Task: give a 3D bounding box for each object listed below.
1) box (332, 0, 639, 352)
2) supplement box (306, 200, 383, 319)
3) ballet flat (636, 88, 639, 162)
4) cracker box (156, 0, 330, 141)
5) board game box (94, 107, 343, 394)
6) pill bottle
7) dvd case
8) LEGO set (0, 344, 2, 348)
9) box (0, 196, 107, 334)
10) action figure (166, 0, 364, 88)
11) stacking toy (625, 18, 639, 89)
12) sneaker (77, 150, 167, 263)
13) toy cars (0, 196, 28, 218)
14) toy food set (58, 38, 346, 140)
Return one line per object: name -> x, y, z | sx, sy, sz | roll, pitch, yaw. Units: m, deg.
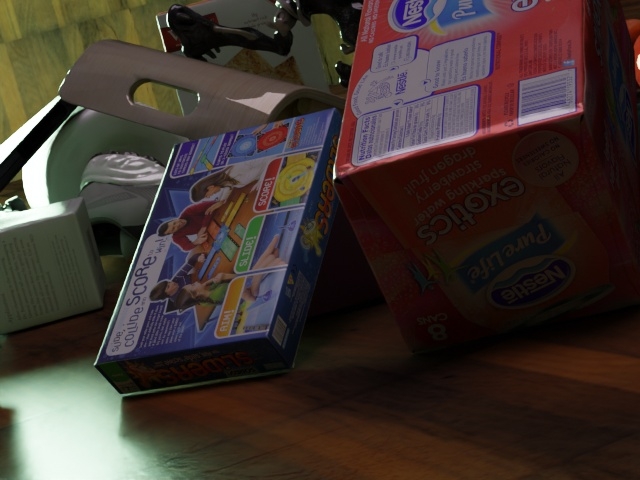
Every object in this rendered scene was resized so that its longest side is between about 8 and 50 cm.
box -> 0.111, -0.086, 1.185 | 0.154, 0.142, 0.300 | -13, 33, 16
supplement box -> 0.000, 0.000, 1.397 | 0.104, 0.081, 0.188 | -16, 7, 3
ballet flat -> 0.277, -0.069, 1.342 | 0.342, 0.116, 0.124 | -21, -9, -7
cracker box -> -0.068, -0.145, 1.979 | 0.155, 0.232, 0.067 | -16, 8, -2
board game box -> -0.061, 0.005, 1.259 | 0.136, 0.035, 0.201 | -10, 45, 30
pill bottle -> -0.235, -0.070, 2.037 | 0.160, 0.160, 0.283 | -17, 8, -14
dvd case -> -0.329, -0.059, 1.861 | 0.180, 0.022, 0.253 | -36, 13, 28
LEGO set -> -0.369, 0.050, 1.271 | 0.255, 0.192, 0.331 | -16, 12, 16
box -> -0.285, 0.031, 1.686 | 0.170, 0.091, 0.130 | -15, 8, -1
action figure -> 0.018, -0.195, 1.571 | 0.275, 0.164, 0.141 | 11, 4, 29
stacking toy -> 0.292, -0.197, 2.052 | 0.141, 0.141, 0.330 | -21, 13, -34
sneaker -> -0.123, -0.020, 1.795 | 0.271, 0.100, 0.108 | -1, 51, 31
toy cars -> -0.416, 0.035, 1.956 | 0.393, 0.087, 0.176 | -8, 22, 22
toy food set -> -0.038, -0.084, 1.591 | 0.219, 0.092, 0.306 | 17, 2, 38
